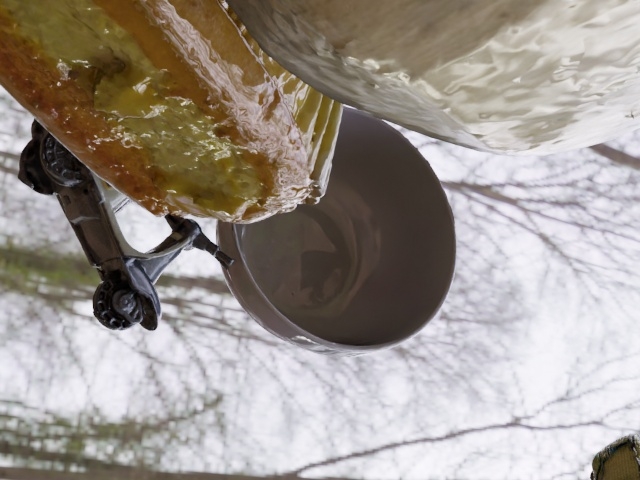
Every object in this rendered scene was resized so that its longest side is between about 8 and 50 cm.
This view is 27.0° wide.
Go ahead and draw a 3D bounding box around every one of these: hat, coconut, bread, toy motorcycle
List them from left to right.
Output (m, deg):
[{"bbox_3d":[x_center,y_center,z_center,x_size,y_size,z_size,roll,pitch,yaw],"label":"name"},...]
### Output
[{"bbox_3d":[-0.204,-0.038,1.358,0.091,0.157,0.263,-17,-81,55],"label":"toy motorcycle"},{"bbox_3d":[-0.101,-0.123,0.688,0.152,0.288,0.119,1,-124,35],"label":"bread"},{"bbox_3d":[0.260,0.212,1.147,0.059,0.076,0.077,-15,-132,18],"label":"hat"},{"bbox_3d":[0.126,-0.219,0.555,0.360,0.346,0.346,-24,-117,38],"label":"coconut"}]

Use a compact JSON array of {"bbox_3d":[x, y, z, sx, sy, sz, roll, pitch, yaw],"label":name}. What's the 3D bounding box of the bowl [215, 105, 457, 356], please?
[{"bbox_3d":[0.000,0.000,1.527,0.144,0.287,0.287,-29,-122,58],"label":"bowl"}]
